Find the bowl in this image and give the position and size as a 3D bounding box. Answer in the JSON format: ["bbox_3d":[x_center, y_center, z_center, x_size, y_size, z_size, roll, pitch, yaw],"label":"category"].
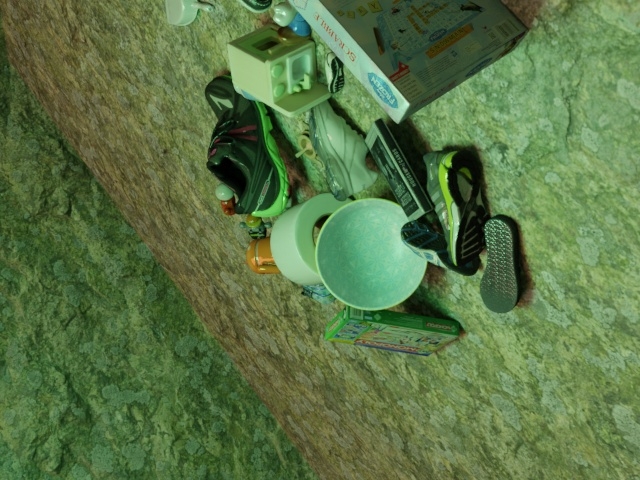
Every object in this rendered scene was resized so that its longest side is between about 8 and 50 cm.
[{"bbox_3d":[0.137,0.024,1.846,0.290,0.289,0.156,58,-169,-4],"label":"bowl"}]

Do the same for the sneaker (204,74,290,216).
[{"bbox_3d":[-0.247,-0.286,2.049,0.483,0.202,0.185,66,154,21],"label":"sneaker"}]

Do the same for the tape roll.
[{"bbox_3d":[0.000,0.000,1.985,0.246,0.246,0.169,59,152,-7],"label":"tape roll"}]

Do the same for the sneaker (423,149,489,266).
[{"bbox_3d":[0.304,-0.078,1.594,0.121,0.111,0.300,36,144,54],"label":"sneaker"}]

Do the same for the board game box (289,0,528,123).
[{"bbox_3d":[0.150,-0.402,1.231,0.318,0.318,0.066,51,153,10],"label":"board game box"}]

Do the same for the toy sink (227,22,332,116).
[{"bbox_3d":[-0.100,-0.436,1.768,0.234,0.152,0.131,37,147,33],"label":"toy sink"}]

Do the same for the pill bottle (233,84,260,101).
[{"bbox_3d":[-0.172,-0.432,1.955,0.160,0.087,0.087,22,138,46],"label":"pill bottle"}]

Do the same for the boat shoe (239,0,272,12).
[{"bbox_3d":[-0.192,-0.696,1.672,0.303,0.114,0.091,61,158,-11],"label":"boat shoe"}]

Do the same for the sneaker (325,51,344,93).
[{"bbox_3d":[0.032,-0.411,1.718,0.044,0.040,0.109,54,154,40],"label":"sneaker"}]

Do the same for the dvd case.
[{"bbox_3d":[0.181,-0.160,1.660,0.239,0.029,0.179,62,175,4],"label":"dvd case"}]

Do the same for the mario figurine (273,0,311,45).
[{"bbox_3d":[-0.081,-0.598,1.547,0.198,0.170,0.321,45,152,23],"label":"mario figurine"}]

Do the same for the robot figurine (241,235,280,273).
[{"bbox_3d":[-0.154,0.047,2.344,0.128,0.219,0.158,44,-139,-63],"label":"robot figurine"}]

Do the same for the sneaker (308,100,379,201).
[{"bbox_3d":[0.051,-0.244,1.790,0.111,0.129,0.297,106,145,-72],"label":"sneaker"}]

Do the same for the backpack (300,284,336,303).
[{"bbox_3d":[0.006,0.147,2.286,0.114,0.105,0.084,28,144,33],"label":"backpack"}]

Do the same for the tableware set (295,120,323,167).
[{"bbox_3d":[0.000,-0.236,1.948,0.194,0.039,0.128,36,147,32],"label":"tableware set"}]

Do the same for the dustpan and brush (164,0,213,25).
[{"bbox_3d":[-0.385,-0.692,2.057,0.211,0.060,0.147,35,134,45],"label":"dustpan and brush"}]

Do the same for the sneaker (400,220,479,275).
[{"bbox_3d":[0.289,0.019,1.709,0.211,0.080,0.081,31,170,3],"label":"sneaker"}]

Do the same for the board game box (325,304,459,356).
[{"bbox_3d":[0.193,0.251,1.943,0.213,0.317,0.046,123,154,-61],"label":"board game box"}]

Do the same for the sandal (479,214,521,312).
[{"bbox_3d":[0.421,0.058,1.601,0.097,0.054,0.255,22,129,36],"label":"sandal"}]

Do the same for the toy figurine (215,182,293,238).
[{"bbox_3d":[-0.198,-0.132,2.187,0.209,0.213,0.148,45,165,20],"label":"toy figurine"}]
